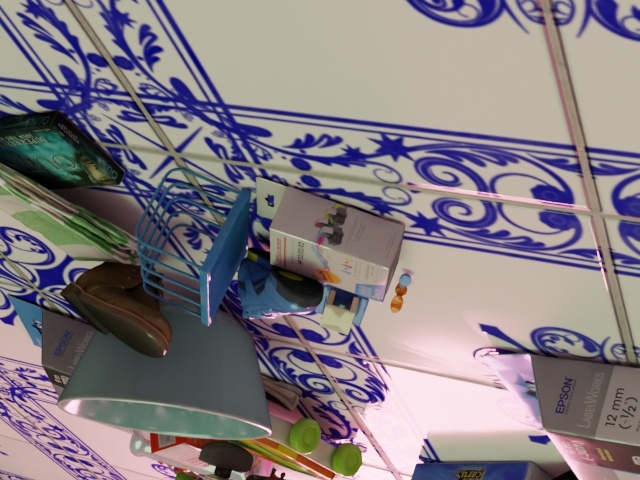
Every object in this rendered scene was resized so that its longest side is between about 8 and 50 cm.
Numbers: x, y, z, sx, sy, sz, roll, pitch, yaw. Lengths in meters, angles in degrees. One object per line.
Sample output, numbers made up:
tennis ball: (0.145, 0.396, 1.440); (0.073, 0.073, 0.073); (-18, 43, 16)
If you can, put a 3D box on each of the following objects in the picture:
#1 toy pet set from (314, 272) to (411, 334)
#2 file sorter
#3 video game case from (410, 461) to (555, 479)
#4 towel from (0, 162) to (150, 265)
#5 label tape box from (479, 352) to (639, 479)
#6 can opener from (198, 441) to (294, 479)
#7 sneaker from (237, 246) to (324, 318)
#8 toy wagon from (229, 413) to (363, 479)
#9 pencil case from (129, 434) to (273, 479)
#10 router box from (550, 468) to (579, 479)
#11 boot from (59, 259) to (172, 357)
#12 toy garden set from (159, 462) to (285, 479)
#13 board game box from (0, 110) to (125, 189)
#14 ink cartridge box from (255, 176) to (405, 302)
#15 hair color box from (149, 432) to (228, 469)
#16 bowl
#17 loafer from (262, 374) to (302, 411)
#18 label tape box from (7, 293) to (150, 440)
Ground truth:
toy pet set: (0.044, 0.057, 1.603); (0.122, 0.065, 0.114); (18, 121, 1)
file sorter: (-0.156, 0.006, 1.565); (0.104, 0.118, 0.170); (22, 156, 5)
video game case: (0.322, 0.446, 2.143); (0.244, 0.061, 0.269); (35, 152, -28)
towel: (-0.405, -0.053, 1.686); (0.325, 0.038, 0.248); (30, 166, -28)
label tape box: (0.388, 0.257, 1.637); (0.347, 0.115, 0.249); (3, 150, 32)
can opener: (-0.093, 0.417, 2.228); (0.280, 0.093, 0.074); (24, 170, -42)
sneaker: (-0.053, 0.070, 1.555); (0.069, 0.082, 0.209); (17, -174, -22)
toy wagon: (-0.054, 0.345, 2.187); (0.267, 0.068, 0.344); (9, 159, 45)
pencil case: (-0.214, 0.376, 2.372); (0.273, 0.114, 0.124); (16, -173, 13)
router box: (0.377, 0.420, 1.970); (0.133, 0.046, 0.179); (36, 124, -29)
boot: (-0.253, 0.072, 1.705); (0.112, 0.115, 0.305); (51, 166, -24)
toy garden set: (-0.180, 0.449, 2.515); (0.244, 0.049, 0.203); (10, -174, -44)
board game box: (-0.345, -0.108, 1.596); (0.186, 0.026, 0.126); (-1, 147, 41)
ink cartridge box: (0.000, 0.000, 1.489); (0.181, 0.062, 0.104); (19, 156, 7)
hair color box: (-0.223, 0.352, 2.209); (0.072, 0.043, 0.141); (-20, 151, 22)
bowl: (-0.215, 0.185, 1.874); (0.311, 0.163, 0.311); (6, 165, 2)
loafer: (-0.093, 0.242, 2.088); (0.125, 0.039, 0.045); (16, 156, 13)
label tape box: (-0.392, 0.235, 2.242); (0.333, 0.106, 0.241); (18, 155, 9)
